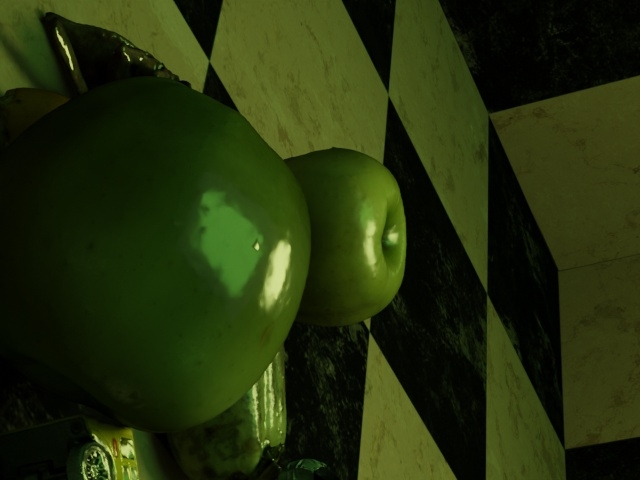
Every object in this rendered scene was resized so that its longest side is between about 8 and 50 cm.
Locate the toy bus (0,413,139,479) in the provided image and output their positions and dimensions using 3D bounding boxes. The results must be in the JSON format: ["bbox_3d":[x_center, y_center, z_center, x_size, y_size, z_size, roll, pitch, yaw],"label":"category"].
[{"bbox_3d":[-0.241,0.347,1.433,0.152,0.144,0.330,26,52,-65],"label":"toy bus"}]

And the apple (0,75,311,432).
[{"bbox_3d":[-0.181,0.013,1.463,0.357,0.357,0.357,-13,90,-70],"label":"apple"}]

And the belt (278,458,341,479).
[{"bbox_3d":[-0.011,0.379,2.090,0.140,0.105,0.058,59,19,3],"label":"belt"}]

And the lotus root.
[{"bbox_3d":[-0.115,0.168,1.844,0.173,0.173,0.309,2,88,-70],"label":"lotus root"}]

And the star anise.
[{"bbox_3d":[-0.222,-0.177,1.826,0.109,0.292,0.349,-58,179,1],"label":"star anise"}]

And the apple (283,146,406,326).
[{"bbox_3d":[0.000,0.000,2.147,0.279,0.279,0.279,-13,90,-70],"label":"apple"}]

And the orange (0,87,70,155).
[{"bbox_3d":[-0.298,-0.099,1.631,0.170,0.112,0.160,-63,137,-78],"label":"orange"}]
